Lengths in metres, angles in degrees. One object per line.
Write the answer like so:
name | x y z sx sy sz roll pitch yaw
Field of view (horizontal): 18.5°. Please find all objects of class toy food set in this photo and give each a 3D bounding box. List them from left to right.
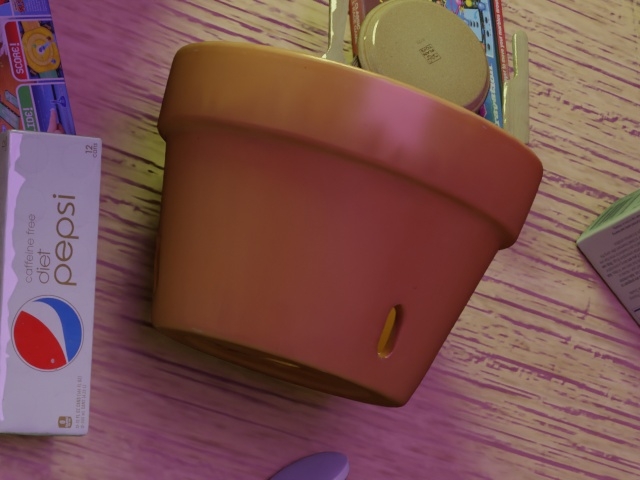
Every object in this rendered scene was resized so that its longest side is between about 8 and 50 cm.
toy food set | 0.084 -0.144 1.654 0.192 0.038 0.132 15 60 -18

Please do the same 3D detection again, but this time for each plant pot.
plant pot | 0.000 0.000 1.462 0.291 0.291 0.203 20 81 -21

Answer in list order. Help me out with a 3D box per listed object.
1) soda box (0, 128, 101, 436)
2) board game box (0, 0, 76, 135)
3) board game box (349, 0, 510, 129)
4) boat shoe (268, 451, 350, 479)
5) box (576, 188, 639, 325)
soda box | -0.208 0.032 1.416 0.074 0.069 0.216 5 84 -28
board game box | -0.258 -0.103 1.482 0.136 0.035 0.201 -5 76 -30
board game box | 0.093 -0.191 1.708 0.145 0.027 0.281 3 72 -26
boat shoe | -0.029 0.213 1.497 0.142 0.049 0.040 -37 126 -34
box | 0.316 0.016 1.699 0.072 0.126 0.137 -41 95 -34
